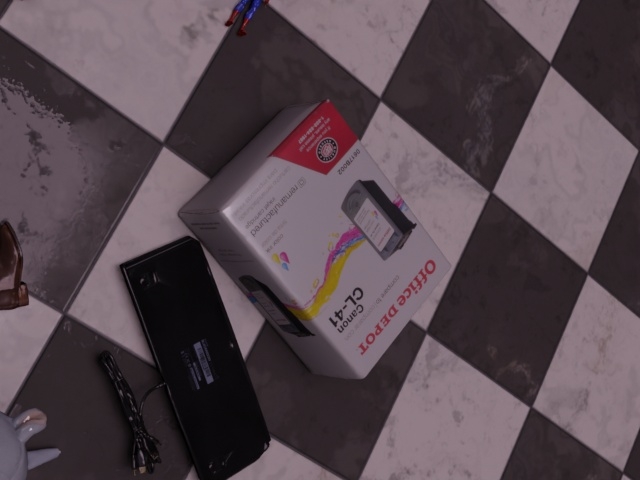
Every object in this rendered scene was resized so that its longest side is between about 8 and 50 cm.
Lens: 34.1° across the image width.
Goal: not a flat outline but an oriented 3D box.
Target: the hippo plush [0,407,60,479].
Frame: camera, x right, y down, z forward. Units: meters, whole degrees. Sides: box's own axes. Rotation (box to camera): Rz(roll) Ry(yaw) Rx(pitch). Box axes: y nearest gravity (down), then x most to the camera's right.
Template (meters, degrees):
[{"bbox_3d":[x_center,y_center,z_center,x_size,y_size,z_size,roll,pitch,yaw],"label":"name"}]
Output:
[{"bbox_3d":[-0.410,0.238,1.063,0.294,0.236,0.234,48,66,-23],"label":"hippo plush"}]

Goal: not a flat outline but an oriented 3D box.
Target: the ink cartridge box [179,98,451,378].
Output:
[{"bbox_3d":[0.000,0.000,1.391,0.226,0.131,0.306,-49,112,-23],"label":"ink cartridge box"}]

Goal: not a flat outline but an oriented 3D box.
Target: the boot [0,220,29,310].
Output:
[{"bbox_3d":[-0.399,0.039,1.195,0.114,0.037,0.106,-12,94,-27],"label":"boot"}]

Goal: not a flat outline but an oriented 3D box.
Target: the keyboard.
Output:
[{"bbox_3d":[-0.187,0.172,1.329,0.201,0.033,0.317,-26,102,-36],"label":"keyboard"}]

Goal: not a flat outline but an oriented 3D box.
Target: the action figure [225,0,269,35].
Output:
[{"bbox_3d":[-0.087,-0.330,1.400,0.038,0.030,0.115,32,71,-23],"label":"action figure"}]
